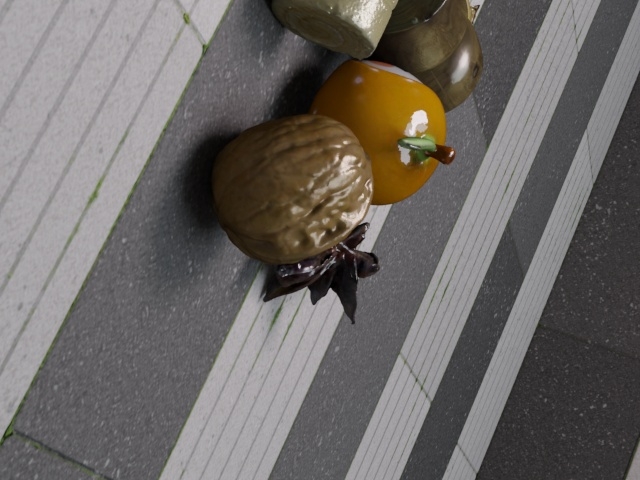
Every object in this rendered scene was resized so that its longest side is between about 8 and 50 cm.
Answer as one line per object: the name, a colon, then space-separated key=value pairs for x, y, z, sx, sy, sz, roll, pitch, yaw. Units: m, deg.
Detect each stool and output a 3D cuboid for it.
stool: x=0.132 y=-0.316 z=1.759 sx=0.179 sy=0.179 sz=0.264 roll=-66 pitch=157 yaw=-13

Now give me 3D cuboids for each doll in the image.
doll: x=0.097 y=-0.139 z=1.665 sx=0.213 sy=0.236 sz=0.213 roll=-21 pitch=123 yaw=-36

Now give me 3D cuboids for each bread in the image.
bread: x=0.028 y=-0.329 z=1.545 sx=0.134 sy=0.148 sz=0.141 roll=88 pitch=25 yaw=-74

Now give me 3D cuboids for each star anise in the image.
star anise: x=-0.002 y=0.003 z=1.784 sx=0.283 sy=0.129 sz=0.212 roll=32 pitch=72 yaw=-59

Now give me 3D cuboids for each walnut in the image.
walnut: x=-0.032 y=-0.068 z=1.528 sx=0.213 sy=0.213 sz=0.213 roll=-49 pitch=149 yaw=-44

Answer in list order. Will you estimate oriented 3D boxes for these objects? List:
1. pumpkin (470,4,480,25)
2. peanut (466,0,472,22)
pumpkin: x=0.252 y=-0.389 z=2.179 sx=0.073 sy=0.035 sz=0.101 roll=-18 pitch=128 yaw=-49
peanut: x=0.197 y=-0.408 z=1.952 sx=0.229 sy=0.098 sz=0.103 roll=79 pitch=9 yaw=-46
